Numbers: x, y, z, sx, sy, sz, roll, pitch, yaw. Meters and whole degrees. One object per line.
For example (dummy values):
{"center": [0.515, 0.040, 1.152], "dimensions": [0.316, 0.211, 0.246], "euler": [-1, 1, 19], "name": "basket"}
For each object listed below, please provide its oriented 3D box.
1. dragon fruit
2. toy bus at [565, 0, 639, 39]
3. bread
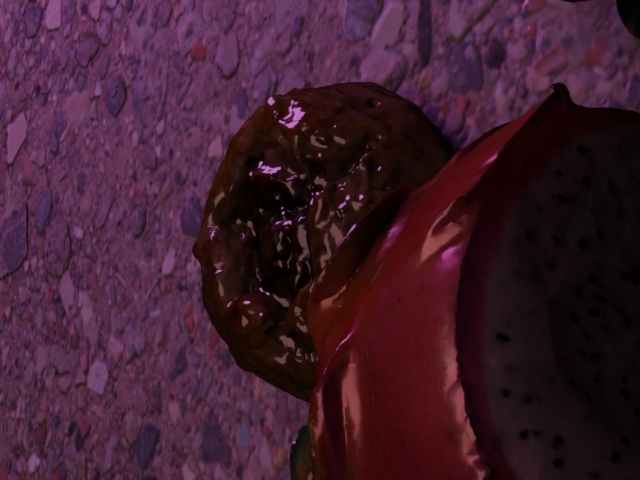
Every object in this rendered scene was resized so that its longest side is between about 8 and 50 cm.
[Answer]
{"center": [0.113, 0.080, 0.784], "dimensions": [0.189, 0.291, 0.290], "euler": [-32, 60, 49], "name": "dragon fruit"}
{"center": [0.209, -0.232, 0.750], "dimensions": [0.427, 0.203, 0.233], "euler": [1, 85, 54], "name": "toy bus"}
{"center": [0.000, 0.000, 1.085], "dimensions": [0.230, 0.123, 0.230], "euler": [-14, 73, 55], "name": "bread"}
